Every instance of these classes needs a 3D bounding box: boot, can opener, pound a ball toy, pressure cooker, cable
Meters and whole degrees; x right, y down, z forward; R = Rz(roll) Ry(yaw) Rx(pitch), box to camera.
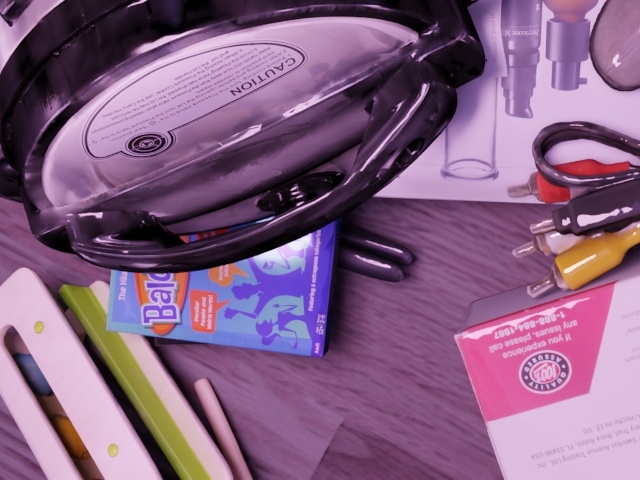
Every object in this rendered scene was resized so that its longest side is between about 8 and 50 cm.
[{"bbox_3d":[0.311,-0.221,0.870,0.246,0.161,0.083,-44,88,10],"label":"boot"},{"bbox_3d":[0.000,0.000,1.100,0.186,0.059,0.073,10,142,13],"label":"can opener"},{"bbox_3d":[-0.189,0.191,1.092,0.136,0.208,0.319,-45,65,15],"label":"pound a ball toy"},{"bbox_3d":[-0.086,-0.189,0.883,0.370,0.375,0.421,-44,58,52],"label":"pressure cooker"},{"bbox_3d":[0.293,-0.049,0.937,0.287,0.072,0.140,-14,73,15],"label":"cable"}]

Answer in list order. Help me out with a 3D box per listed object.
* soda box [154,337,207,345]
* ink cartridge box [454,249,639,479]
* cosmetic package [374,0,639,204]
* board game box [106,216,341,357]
[{"bbox_3d":[-0.080,0.071,1.120,0.168,0.053,0.060,-2,96,9],"label":"soda box"},{"bbox_3d":[0.316,0.210,1.016,0.279,0.160,0.385,-18,93,11],"label":"ink cartridge box"},{"bbox_3d":[0.238,-0.175,1.019,0.377,0.097,0.285,2,99,9],"label":"cosmetic package"},{"bbox_3d":[-0.090,0.017,1.056,0.210,0.047,0.160,6,94,8],"label":"board game box"}]
